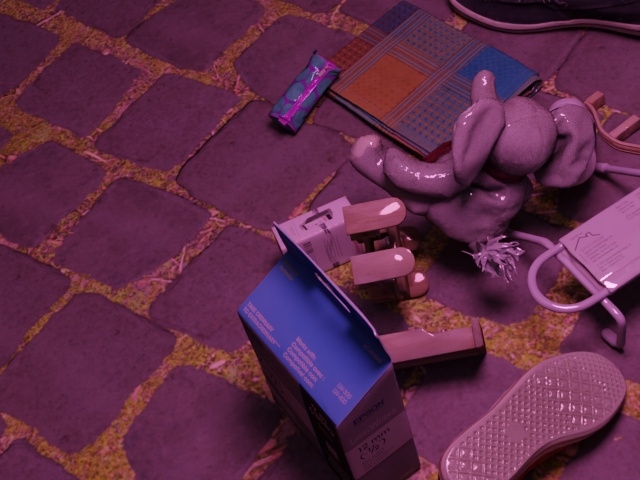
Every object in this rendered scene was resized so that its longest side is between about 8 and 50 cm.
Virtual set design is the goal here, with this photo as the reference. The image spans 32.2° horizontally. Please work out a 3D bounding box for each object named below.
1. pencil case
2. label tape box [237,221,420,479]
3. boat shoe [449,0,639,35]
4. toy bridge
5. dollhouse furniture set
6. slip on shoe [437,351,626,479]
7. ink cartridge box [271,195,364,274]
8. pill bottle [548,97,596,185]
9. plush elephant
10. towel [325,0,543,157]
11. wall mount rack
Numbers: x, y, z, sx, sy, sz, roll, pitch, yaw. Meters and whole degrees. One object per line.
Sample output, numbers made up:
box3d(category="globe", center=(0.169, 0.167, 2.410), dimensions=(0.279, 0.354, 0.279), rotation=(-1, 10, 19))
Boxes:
box3d(category="pencil case", center=(-0.029, -0.272, 2.042), dimensions=(0.064, 0.070, 0.151), rotation=(36, 87, -9))
box3d(category="label tape box", center=(0.002, 0.175, 1.513), dimensions=(0.115, 0.347, 0.249), rotation=(-35, 51, -13))
box3d(category="boat shoe", center=(0.459, -0.479, 2.025), dimensions=(0.500, 0.156, 0.186), rotation=(12, 59, 32))
box3d(category="toy bridge", center=(0.511, -0.183, 1.868), dimensions=(0.063, 0.026, 0.188), rotation=(-36, 52, -10))
box3d(category="dollhouse furniture set", center=(0.145, 0.061, 1.663), dimensions=(0.161, 0.212, 0.242), rotation=(-11, 76, 9))
box3d(category="slip on shoe", center=(0.287, 0.259, 1.528), dimensions=(0.331, 0.101, 0.123), rotation=(-31, 72, -25))
box3d(category="ink cartridge box", center=(0.000, 0.000, 1.817), dimensions=(0.135, 0.099, 0.056), rotation=(-23, 49, -5))
box3d(category="pill bottle", center=(0.405, -0.167, 1.822), dimensions=(0.094, 0.094, 0.169), rotation=(-2, 32, 15))
box3d(category="plush elephant", center=(0.249, -0.132, 1.676), dimensions=(0.272, 0.255, 0.330), rotation=(9, 31, -37))
box3d(category="towel", center=(0.187, -0.295, 2.044), dimensions=(0.271, 0.040, 0.370), rotation=(-39, 51, -16))
box3d(category="wall mount rack", center=(0.438, -0.008, 1.690), dimensions=(0.350, 0.130, 0.304), rotation=(-31, 54, -10))
